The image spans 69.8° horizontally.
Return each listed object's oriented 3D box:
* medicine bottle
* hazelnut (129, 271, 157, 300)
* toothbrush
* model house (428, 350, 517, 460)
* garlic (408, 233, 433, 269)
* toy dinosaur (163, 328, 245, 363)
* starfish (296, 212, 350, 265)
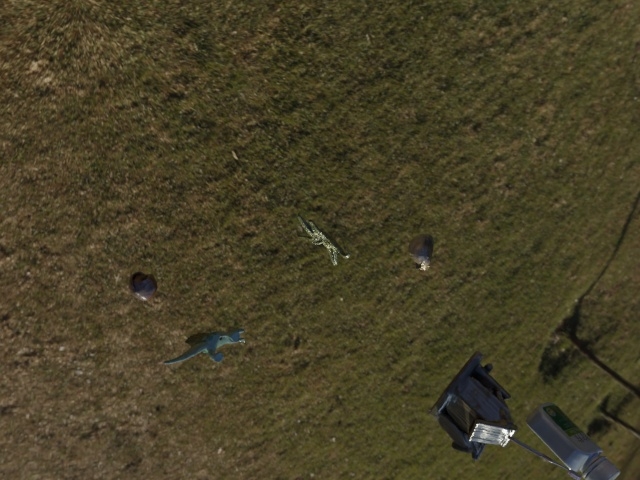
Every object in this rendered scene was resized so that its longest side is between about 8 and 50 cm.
[{"bbox_3d":[0.553,0.449,1.010,0.119,0.183,0.069,16,114,-40],"label":"medicine bottle"},{"bbox_3d":[-0.506,0.130,1.303,0.086,0.086,0.087,-12,120,-22],"label":"hazelnut"},{"bbox_3d":[0.303,0.295,0.625,0.006,0.096,0.008,-33,139,-47],"label":"toothbrush"},{"bbox_3d":[0.358,0.399,1.070,0.122,0.188,0.229,-16,140,-30],"label":"model house"},{"bbox_3d":[0.300,0.022,1.369,0.066,0.152,0.084,-4,135,23],"label":"garlic"},{"bbox_3d":[-0.212,0.189,0.853,0.187,0.106,0.044,-13,104,-34],"label":"toy dinosaur"},{"bbox_3d":[0.001,-0.002,1.341,0.050,0.216,0.224,-54,135,-27],"label":"starfish"}]
